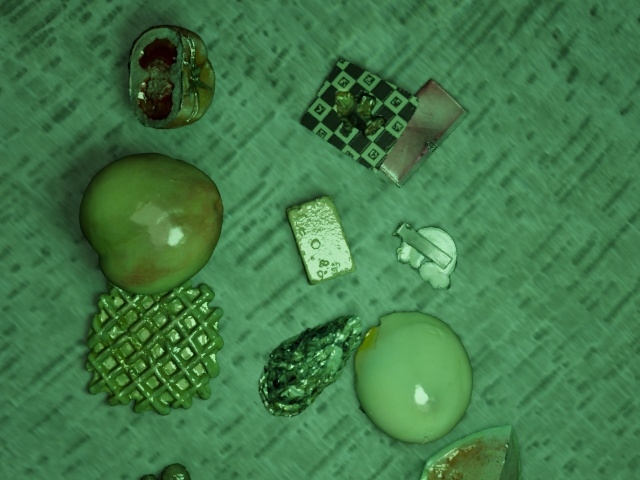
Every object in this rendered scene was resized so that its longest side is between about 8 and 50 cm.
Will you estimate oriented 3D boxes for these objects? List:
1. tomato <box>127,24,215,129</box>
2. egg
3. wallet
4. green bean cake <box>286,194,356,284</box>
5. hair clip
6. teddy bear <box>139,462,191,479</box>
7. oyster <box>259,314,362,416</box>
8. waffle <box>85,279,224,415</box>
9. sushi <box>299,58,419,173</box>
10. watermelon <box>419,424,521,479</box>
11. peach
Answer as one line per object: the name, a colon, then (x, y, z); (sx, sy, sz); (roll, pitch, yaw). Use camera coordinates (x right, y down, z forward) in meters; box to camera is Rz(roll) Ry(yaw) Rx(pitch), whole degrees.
tomato: (-0.298, -0.338, 1.790); (0.180, 0.155, 0.214); (6, 94, 31)
egg: (0.212, 0.294, 1.798); (0.264, 0.174, 0.286); (-1, 85, -8)
wallet: (0.213, -0.240, 1.890); (0.119, 0.025, 0.232); (43, 85, 0)
green bean cake: (0.000, 0.000, 1.836); (0.109, 0.085, 0.179); (-17, 90, -4)
hair clip: (0.238, 0.023, 1.872); (0.172, 0.049, 0.116); (37, 90, -4)
teddy bear: (-0.360, 0.576, 1.767); (0.190, 0.177, 0.140); (-7, 128, -6)
oyster: (-0.016, 0.276, 1.839); (0.252, 0.087, 0.199); (-11, 88, 8)
waffle: (-0.355, 0.220, 1.818); (0.292, 0.056, 0.309); (9, 86, -3)
sushi: (0.088, -0.275, 1.869); (0.210, 0.040, 0.193); (32, 88, 10)
watermelon: (0.315, 0.550, 1.803); (0.260, 0.176, 0.256); (-18, 81, 18)
peach: (-0.341, -0.040, 1.729); (0.292, 0.247, 0.292); (-2, 84, 17)
